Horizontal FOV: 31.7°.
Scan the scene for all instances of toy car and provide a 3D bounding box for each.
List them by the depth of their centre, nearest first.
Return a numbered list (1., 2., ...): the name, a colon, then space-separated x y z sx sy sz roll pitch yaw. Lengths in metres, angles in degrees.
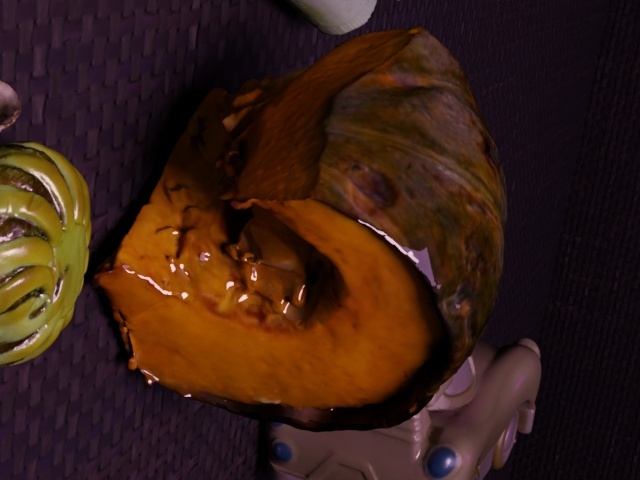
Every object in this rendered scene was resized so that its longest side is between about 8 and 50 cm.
1. toy car: 0.097 0.160 1.260 0.336 0.242 0.226 -35 133 -58

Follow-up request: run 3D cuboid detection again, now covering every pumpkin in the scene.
1. pumpkin: 0.000 0.000 0.849 0.256 0.303 0.225 48 48 -34

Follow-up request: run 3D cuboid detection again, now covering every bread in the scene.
1. bread: -0.176 0.011 0.650 0.130 0.071 0.139 -69 172 -60

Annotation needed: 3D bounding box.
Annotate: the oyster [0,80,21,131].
1. oyster: -0.193 -0.044 0.596 0.083 0.081 0.038 -18 154 -24

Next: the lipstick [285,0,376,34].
1. lipstick: -0.028 -0.235 0.879 0.304 0.076 0.076 20 85 -70
